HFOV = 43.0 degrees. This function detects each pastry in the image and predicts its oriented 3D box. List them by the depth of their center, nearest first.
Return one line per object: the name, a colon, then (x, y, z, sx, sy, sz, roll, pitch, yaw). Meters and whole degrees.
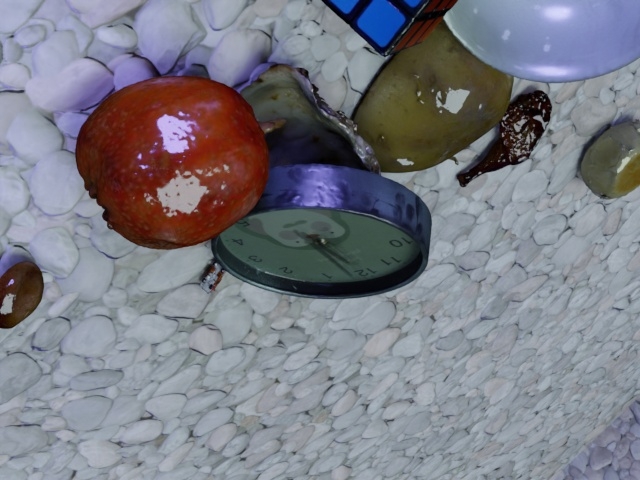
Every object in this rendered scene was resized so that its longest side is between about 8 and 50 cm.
pastry: (0.582, -0.153, 1.565, 0.166, 0.088, 0.166, -22, 142, -18)

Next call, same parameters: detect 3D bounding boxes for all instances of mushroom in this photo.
mushroom: (-0.419, 0.082, 1.056, 0.129, 0.073, 0.088, -24, 172, -12)

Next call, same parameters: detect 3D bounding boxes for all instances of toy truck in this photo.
toy truck: (-0.161, 0.051, 1.262, 0.083, 0.024, 0.032, -54, 169, 19)

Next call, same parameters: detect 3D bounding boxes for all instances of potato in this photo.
potato: (0.189, -0.191, 1.205, 0.299, 0.116, 0.239, -46, 147, 16)

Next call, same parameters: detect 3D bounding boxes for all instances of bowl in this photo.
bowl: (0.310, -0.371, 1.038, 0.313, 0.146, 0.313, 12, 141, 10)

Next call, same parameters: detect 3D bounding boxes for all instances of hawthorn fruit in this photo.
hawthorn fruit: (-0.153, -0.102, 0.961, 0.253, 0.205, 0.205, -31, 143, -16)

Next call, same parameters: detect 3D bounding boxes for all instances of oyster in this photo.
oyster: (-0.008, -0.103, 1.153, 0.204, 0.111, 0.396, -12, 145, 24)

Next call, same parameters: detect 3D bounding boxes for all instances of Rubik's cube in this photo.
Rubik's cube: (0.082, -0.317, 0.879, 0.160, 0.162, 0.163, -48, 175, 28)

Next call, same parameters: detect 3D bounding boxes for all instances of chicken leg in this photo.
chicken leg: (0.317, -0.167, 1.378, 0.093, 0.053, 0.205, 17, 115, -20)

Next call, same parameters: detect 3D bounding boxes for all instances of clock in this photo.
clock: (0.001, -0.001, 1.159, 0.319, 0.066, 0.319, 3, 154, 1)
